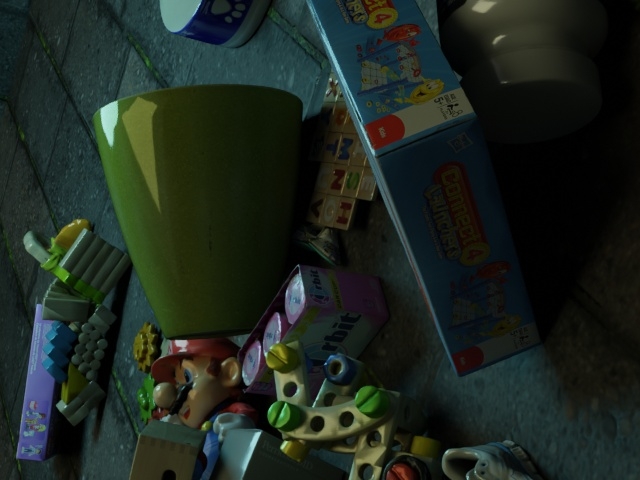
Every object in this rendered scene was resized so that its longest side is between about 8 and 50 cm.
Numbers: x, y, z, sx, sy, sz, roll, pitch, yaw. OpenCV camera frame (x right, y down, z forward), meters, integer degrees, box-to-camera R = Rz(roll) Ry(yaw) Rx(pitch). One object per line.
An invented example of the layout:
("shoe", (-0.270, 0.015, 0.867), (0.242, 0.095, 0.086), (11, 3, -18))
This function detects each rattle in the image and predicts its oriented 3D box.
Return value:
("rattle", (-0.543, -0.011, 2.568), (0.200, 0.130, 0.143), (-81, 16, -82))

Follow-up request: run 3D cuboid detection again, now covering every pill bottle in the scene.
("pill bottle", (0.180, -0.233, 1.115), (0.153, 0.153, 0.265), (-35, 51, 55))

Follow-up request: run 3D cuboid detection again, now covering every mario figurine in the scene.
("mario figurine", (-0.158, 0.261, 1.593), (0.198, 0.170, 0.321), (-29, 56, 15))

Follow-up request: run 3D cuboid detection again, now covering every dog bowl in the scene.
("dog bowl", (-0.157, -0.439, 1.901), (0.265, 0.104, 0.265), (-30, 56, 58))

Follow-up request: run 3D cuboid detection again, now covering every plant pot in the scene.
("plant pot", (-0.147, -0.024, 1.578), (0.275, 0.274, 0.294), (-20, 73, 60))

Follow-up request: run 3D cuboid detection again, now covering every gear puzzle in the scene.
("gear puzzle", (-0.258, 0.240, 1.944), (0.175, 0.044, 0.339), (-66, 30, 27))

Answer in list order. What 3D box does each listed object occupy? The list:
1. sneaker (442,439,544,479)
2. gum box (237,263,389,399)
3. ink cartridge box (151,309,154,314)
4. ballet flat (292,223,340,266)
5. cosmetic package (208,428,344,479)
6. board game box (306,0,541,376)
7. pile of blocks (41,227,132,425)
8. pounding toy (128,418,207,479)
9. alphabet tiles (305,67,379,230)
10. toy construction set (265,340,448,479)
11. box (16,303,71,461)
("sneaker", (0.169, 0.231, 1.066), (0.190, 0.083, 0.071), (27, 104, 61))
("gum box", (-0.014, 0.115, 1.434), (0.188, 0.107, 0.062), (-56, 36, 40))
("ink cartridge box", (-0.174, -0.006, 1.842), (0.186, 0.065, 0.311), (33, 108, 61))
("ballet flat", (0.000, 0.000, 1.527), (0.114, 0.041, 0.041), (28, 106, 61))
("cosmetic package", (-0.080, 0.347, 1.402), (0.107, 0.127, 0.238), (-9, 56, 62))
("board game box", (0.088, -0.084, 1.126), (0.308, 0.086, 0.302), (65, -176, -46))
("pile of blocks", (-0.457, 0.151, 2.252), (0.112, 0.149, 0.362), (22, 101, 63))
("pounding toy", (-0.174, 0.299, 1.456), (0.130, 0.100, 0.141), (-77, -1, -89))
("alphabet tiles", (0.038, -0.132, 1.502), (0.198, 0.009, 0.237), (14, 89, 63))
("toy construction set", (0.019, 0.275, 1.240), (0.215, 0.151, 0.328), (7, 88, 31))
("box", (-0.530, 0.275, 2.376), (0.201, 0.057, 0.293), (124, 152, -83))
